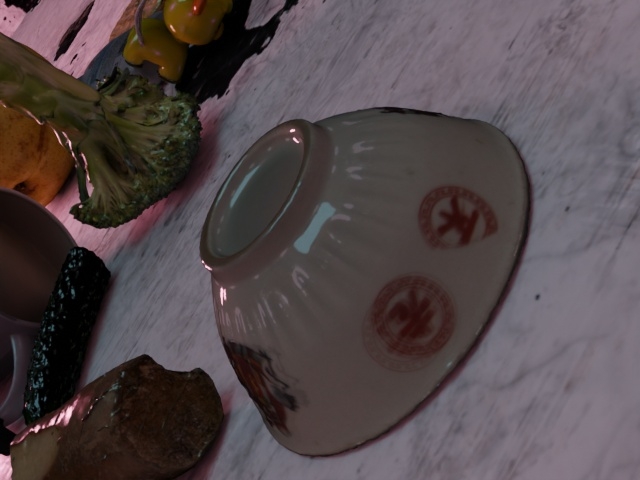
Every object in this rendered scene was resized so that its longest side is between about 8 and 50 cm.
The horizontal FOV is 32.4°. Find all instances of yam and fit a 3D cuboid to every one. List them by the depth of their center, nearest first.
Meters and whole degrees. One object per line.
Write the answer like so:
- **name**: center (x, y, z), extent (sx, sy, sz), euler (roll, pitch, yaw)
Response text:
- **yam**: center (-0.211, 0.207, 1.095), extent (0.238, 0.129, 0.128), euler (-32, -1, 37)

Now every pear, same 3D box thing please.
- **pear**: center (-0.570, -0.201, 1.952), extent (0.314, 0.314, 0.314), euler (-39, 30, 29)

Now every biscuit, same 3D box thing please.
- **biscuit**: center (-0.357, -0.454, 2.192), extent (0.220, 0.033, 0.220), euler (-39, 31, 30)

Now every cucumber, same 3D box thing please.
- **cucumber**: center (-0.338, 0.135, 1.436), extent (0.072, 0.072, 0.300), euler (-34, 33, 35)

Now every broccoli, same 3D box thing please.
- **broccoli**: center (-0.317, -0.158, 1.452), extent (0.221, 0.361, 0.252), euler (-35, 70, 23)

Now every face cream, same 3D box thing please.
- **face cream**: center (-0.365, -0.299, 1.971), extent (0.337, 0.080, 0.163), euler (-15, 48, 53)

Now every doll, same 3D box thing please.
- **doll**: center (-0.214, -0.357, 1.729), extent (0.221, 0.135, 0.143), euler (-49, 22, 39)

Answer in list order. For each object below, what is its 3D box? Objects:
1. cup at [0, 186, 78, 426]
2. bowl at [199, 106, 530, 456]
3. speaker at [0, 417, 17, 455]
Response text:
- **cup**: center (-0.512, 0.138, 1.585), extent (0.327, 0.237, 0.323), euler (-38, 60, 29)
- **bowl**: center (0.000, 0.000, 0.943), extent (0.337, 0.157, 0.337), euler (-40, 30, 29)
- **speaker**: center (-0.557, 0.306, 1.399), extent (0.184, 0.254, 0.232), euler (-35, 33, 33)
